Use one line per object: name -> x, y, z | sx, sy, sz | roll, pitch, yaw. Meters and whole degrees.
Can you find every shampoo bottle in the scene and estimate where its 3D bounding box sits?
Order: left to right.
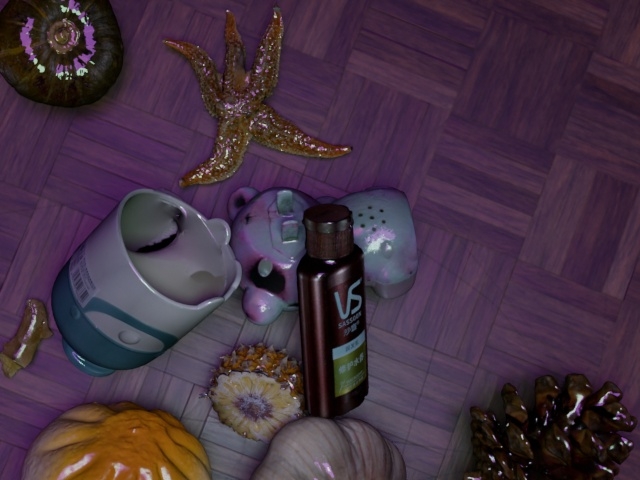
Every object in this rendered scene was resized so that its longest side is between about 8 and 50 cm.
shampoo bottle -> 0.020, 0.105, 1.642 | 0.129, 0.084, 0.322 | -26, 123, -43

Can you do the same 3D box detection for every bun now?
bun -> -0.300, 0.347, 1.659 | 0.299, 0.299, 0.164 | 21, 123, -2

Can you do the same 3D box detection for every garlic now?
garlic -> 0.011, 0.429, 1.706 | 0.241, 0.322, 0.322 | 37, 82, 33

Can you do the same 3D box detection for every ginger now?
ginger -> -0.487, 0.165, 1.792 | 0.057, 0.044, 0.137 | 24, 81, 16

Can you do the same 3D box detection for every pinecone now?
pinecone -> 0.374, 0.330, 1.751 | 0.309, 0.244, 0.244 | -28, 87, -16

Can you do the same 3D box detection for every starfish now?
starfish -> -0.120, -0.261, 1.839 | 0.302, 0.084, 0.293 | -12, 87, -1

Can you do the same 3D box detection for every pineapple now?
pineapple -> -0.091, 0.228, 1.786 | 0.176, 0.137, 0.161 | 24, 127, 1

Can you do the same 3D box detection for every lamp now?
lamp -> 0.000, 0.000, 1.742 | 0.301, 0.247, 0.247 | -7, 65, -5

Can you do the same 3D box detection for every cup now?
cup -> -0.282, 0.046, 1.707 | 0.219, 0.289, 0.258 | 30, 127, -27

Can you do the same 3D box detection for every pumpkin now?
pumpkin -> -0.434, -0.321, 1.792 | 0.219, 0.162, 0.218 | -4, 99, -27
